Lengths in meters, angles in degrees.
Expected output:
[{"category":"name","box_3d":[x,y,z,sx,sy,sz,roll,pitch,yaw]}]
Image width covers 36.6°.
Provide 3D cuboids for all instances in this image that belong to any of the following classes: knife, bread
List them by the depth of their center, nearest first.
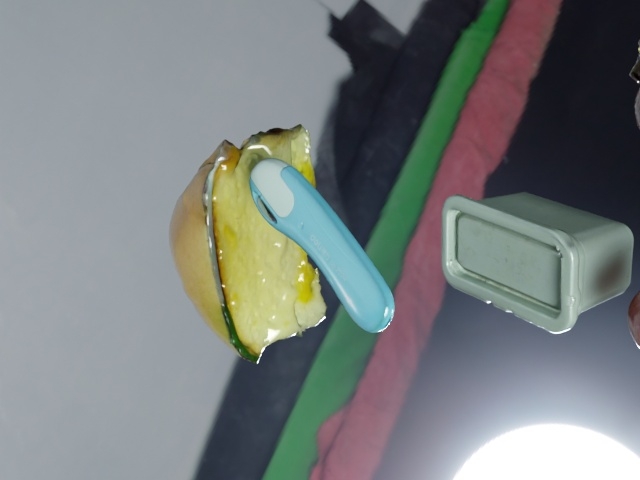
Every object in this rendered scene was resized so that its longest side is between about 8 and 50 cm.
[{"category":"knife","box_3d":[0.000,0.000,0.919,0.222,0.031,0.064,51,-60,29]},{"category":"bread","box_3d":[-0.092,-0.008,1.079,0.133,0.251,0.174,15,-150,42]}]

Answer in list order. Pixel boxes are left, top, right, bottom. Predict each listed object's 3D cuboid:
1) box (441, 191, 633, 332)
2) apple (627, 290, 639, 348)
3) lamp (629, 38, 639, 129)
[{"category":"box","box_3d":[0.372,0.017,1.647,0.312,0.183,0.175,27,-54,53]},{"category":"apple","box_3d":[0.525,0.115,1.402,0.153,0.120,0.153,-34,-163,12]},{"category":"lamp","box_3d":[0.494,-0.165,1.173,0.180,0.258,0.180,-45,166,-15]}]
